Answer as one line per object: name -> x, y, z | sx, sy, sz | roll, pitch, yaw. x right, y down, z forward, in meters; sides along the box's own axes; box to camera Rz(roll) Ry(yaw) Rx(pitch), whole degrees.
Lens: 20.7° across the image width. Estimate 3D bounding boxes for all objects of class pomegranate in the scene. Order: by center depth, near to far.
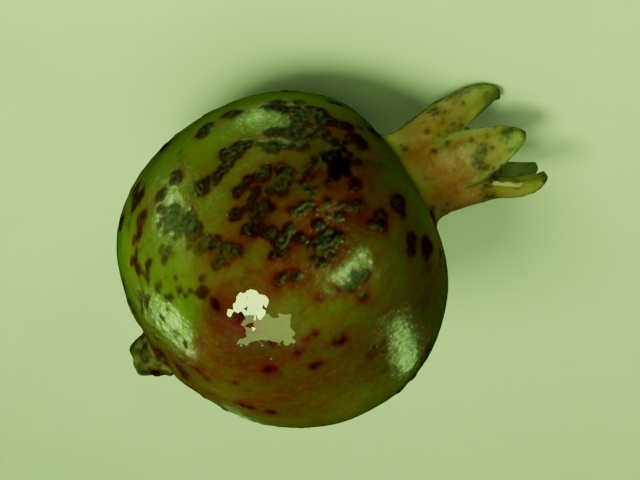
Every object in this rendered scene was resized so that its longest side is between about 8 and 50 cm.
pomegranate -> 0.008, 0.009, 1.001 | 0.246, 0.198, 0.198 | -4, 148, -10
